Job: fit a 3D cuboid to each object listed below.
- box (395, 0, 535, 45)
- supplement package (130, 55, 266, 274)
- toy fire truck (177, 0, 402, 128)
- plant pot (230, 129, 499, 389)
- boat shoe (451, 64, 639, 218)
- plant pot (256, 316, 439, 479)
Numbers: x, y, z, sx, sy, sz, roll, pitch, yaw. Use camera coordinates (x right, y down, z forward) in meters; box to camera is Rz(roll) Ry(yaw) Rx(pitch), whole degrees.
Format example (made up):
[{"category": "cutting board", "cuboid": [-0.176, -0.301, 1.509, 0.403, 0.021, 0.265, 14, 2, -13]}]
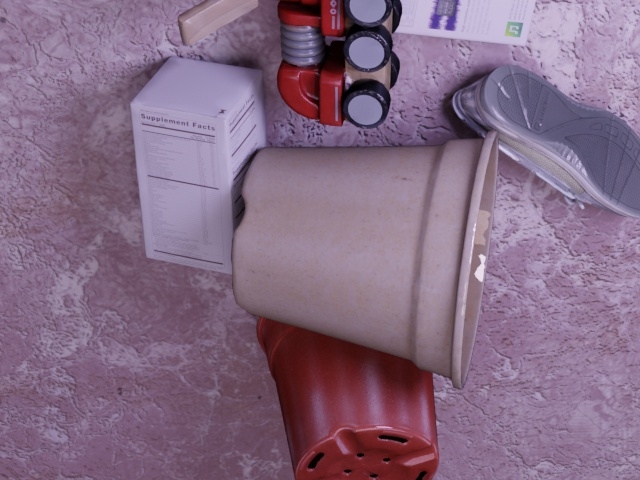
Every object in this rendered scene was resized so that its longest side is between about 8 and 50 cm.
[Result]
[{"category": "box", "cuboid": [0.120, -0.368, 1.676, 0.321, 0.058, 0.232, 5, 126, -7]}, {"category": "supplement package", "cuboid": [-0.154, -0.099, 1.792, 0.139, 0.134, 0.244, 11, 128, 15]}, {"category": "toy fire truck", "cuboid": [-0.032, -0.246, 1.648, 0.246, 0.158, 0.217, 7, 128, 9]}, {"category": "plant pot", "cuboid": [0.057, 0.003, 1.759, 0.305, 0.334, 0.334, 8, 127, 11]}, {"category": "boat shoe", "cuboid": [0.324, -0.127, 1.835, 0.320, 0.118, 0.103, 27, 161, -23]}, {"category": "plant pot", "cuboid": [0.052, 0.221, 1.942, 0.272, 0.265, 0.272, -4, 138, -4]}]
